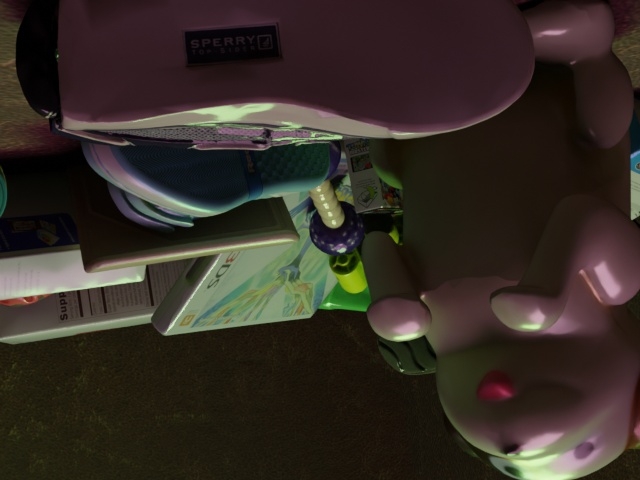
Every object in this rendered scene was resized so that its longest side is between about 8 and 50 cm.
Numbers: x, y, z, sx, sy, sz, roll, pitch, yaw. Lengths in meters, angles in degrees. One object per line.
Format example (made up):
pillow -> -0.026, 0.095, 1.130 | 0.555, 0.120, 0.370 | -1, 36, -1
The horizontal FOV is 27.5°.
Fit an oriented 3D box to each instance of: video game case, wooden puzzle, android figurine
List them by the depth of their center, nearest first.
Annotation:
wooden puzzle -> -0.152, -0.035, 1.402 | 0.220, 0.044, 0.239 | -8, -149, -11
video game case -> -0.030, -0.006, 1.669 | 0.300, 0.036, 0.329 | -53, 155, 22
android figurine -> 0.135, 0.002, 1.761 | 0.248, 0.056, 0.273 | -28, 158, 4

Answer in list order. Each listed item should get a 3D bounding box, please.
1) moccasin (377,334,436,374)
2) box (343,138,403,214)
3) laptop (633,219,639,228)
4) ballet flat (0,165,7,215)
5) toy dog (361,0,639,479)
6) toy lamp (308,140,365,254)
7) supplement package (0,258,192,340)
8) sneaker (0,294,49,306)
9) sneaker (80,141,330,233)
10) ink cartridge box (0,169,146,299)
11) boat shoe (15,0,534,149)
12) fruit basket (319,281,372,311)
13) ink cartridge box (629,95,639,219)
moccasin -> 0.230, 0.069, 1.948 | 0.380, 0.139, 0.147 | -50, 173, 30
box -> 0.091, -0.087, 1.505 | 0.036, 0.114, 0.207 | -12, 175, 28
laptop -> 0.337, -0.008, 2.180 | 0.407, 0.236, 0.382 | -13, 173, 35
ballet flat -> -0.423, -0.050, 1.061 | 0.123, 0.123, 0.348 | -14, 174, 41
toy dog -> 0.183, 0.025, 1.237 | 0.284, 0.408, 0.395 | -11, 175, 20
toy lamp -> -0.003, -0.066, 1.479 | 0.080, 0.080, 0.275 | -10, 158, 5
supplement package -> -0.299, 0.033, 1.772 | 0.292, 0.175, 0.177 | -9, 175, -6
sneaker -> -0.297, -0.017, 1.612 | 0.276, 0.098, 0.135 | -24, 151, -8
sneaker -> -0.152, -0.066, 1.216 | 0.208, 0.127, 0.319 | -14, 173, 32
ink cartridge box -> -0.367, -0.003, 1.396 | 0.332, 0.065, 0.165 | -5, -144, -28
boat shoe -> -0.037, -0.124, 0.898 | 0.340, 0.127, 0.158 | 0, 179, -14
fruit basket -> 0.000, 0.000, 2.105 | 0.353, 0.165, 0.327 | 26, -171, 23
ink cartridge box -> 0.377, -0.087, 1.710 | 0.148, 0.086, 0.203 | 16, 141, -42
